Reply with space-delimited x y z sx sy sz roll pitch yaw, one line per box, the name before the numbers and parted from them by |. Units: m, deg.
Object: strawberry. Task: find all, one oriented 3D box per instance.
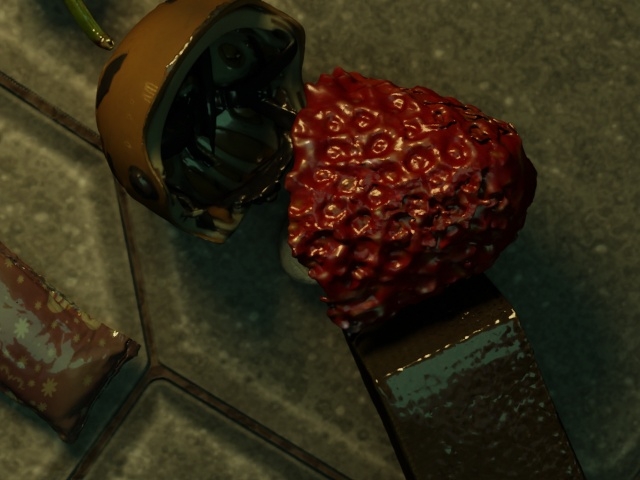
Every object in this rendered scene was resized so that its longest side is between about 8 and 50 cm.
strawberry | 0.083 -0.037 1.598 0.178 0.234 0.234 -6 112 29

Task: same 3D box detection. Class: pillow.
pillow | -0.253 0.087 1.667 0.185 0.043 0.118 36 97 -20

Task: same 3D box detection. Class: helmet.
helmet | -0.109 -0.112 1.583 0.198 0.130 0.224 -55 146 -21

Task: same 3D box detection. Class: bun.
bun | 0.000 0.000 1.704 0.083 0.045 0.083 -3 108 -10

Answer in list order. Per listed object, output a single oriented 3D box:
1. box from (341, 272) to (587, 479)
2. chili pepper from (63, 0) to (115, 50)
box | 0.137 0.175 1.717 0.143 0.184 0.273 -24 109 -2
chili pepper | -0.208 -0.340 1.515 0.137 0.092 0.368 13 106 22
